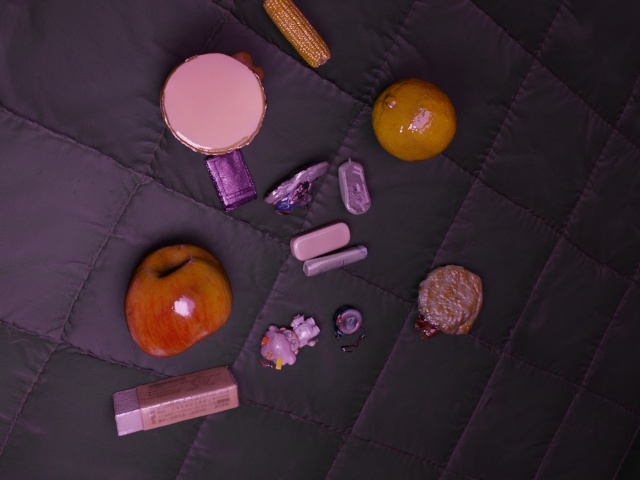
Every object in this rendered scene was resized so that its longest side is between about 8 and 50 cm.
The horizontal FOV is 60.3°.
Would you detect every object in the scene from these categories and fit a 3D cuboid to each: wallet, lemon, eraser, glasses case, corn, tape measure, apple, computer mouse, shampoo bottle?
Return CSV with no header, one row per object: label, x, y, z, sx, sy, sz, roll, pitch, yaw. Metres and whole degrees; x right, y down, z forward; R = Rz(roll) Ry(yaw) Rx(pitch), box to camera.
wallet,-0.258,-0.178,1.603,0.111,0.030,0.165,-24,109,-16
lemon,0.286,-0.365,1.683,0.268,0.267,0.267,-5,102,-23
eraser,-0.418,0.462,1.602,0.344,0.144,0.078,-9,106,-21
glasses case,0.000,0.000,1.741,0.197,0.050,0.083,-19,105,-19
corn,-0.068,-0.603,1.572,0.081,0.081,0.248,-49,116,-8
tape measure,0.100,0.284,1.782,0.105,0.180,0.106,-7,105,-6
apple,-0.387,0.146,1.478,0.302,0.302,0.301,-5,102,-23
computer mouse,0.101,-0.173,1.747,0.089,0.056,0.181,-14,98,-22
shampoo bottle,0.048,0.063,1.771,0.213,0.049,0.072,-16,147,-23

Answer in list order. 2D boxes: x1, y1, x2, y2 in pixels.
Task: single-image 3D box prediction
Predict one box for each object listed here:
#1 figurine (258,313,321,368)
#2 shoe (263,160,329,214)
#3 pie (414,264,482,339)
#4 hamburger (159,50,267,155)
figurine,-0.105,0.317,1.732,0.229,0.112,0.137,-29,83,-23
shoe,-0.054,-0.149,1.657,0.228,0.099,0.125,-34,104,-9
pie,0.460,0.215,1.959,0.275,0.105,0.256,-2,92,-24
hamburger,-0.279,-0.380,1.467,0.261,0.186,0.302,36,95,-24
